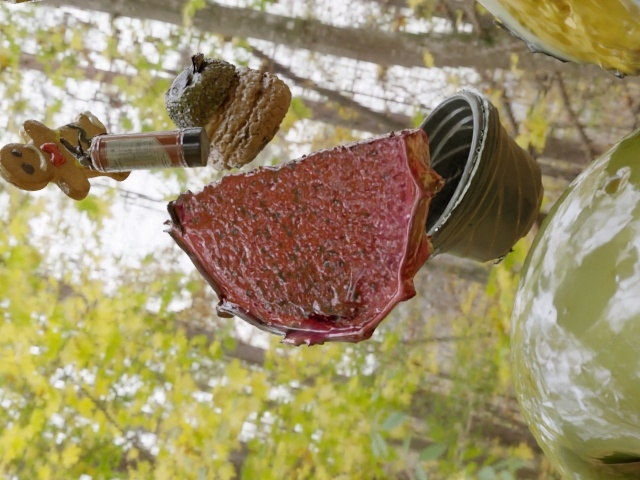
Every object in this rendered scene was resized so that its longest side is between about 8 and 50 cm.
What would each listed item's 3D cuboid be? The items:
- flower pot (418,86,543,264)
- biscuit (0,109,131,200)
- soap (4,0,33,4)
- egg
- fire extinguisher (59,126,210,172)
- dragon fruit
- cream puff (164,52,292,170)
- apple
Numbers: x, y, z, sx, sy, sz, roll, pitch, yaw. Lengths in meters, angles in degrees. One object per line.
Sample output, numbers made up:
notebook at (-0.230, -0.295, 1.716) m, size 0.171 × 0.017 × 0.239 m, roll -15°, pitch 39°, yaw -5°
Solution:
flower pot at (0.189, -0.061, 1.206) m, size 0.235 × 0.140 × 0.235 m, roll -55°, pitch 19°, yaw 29°
biscuit at (-0.403, -0.135, 1.496) m, size 0.035 × 0.158 × 0.240 m, roll -48°, pitch -10°, yaw 33°
soap at (-0.295, -0.256, 0.920) m, size 0.168 × 0.089 × 0.033 m, roll -28°, pitch -40°, yaw -48°
egg at (0.255, -0.325, 0.940) m, size 0.201 × 0.337 × 0.337 m, roll -55°, pitch -10°, yaw -4°
fire extinguisher at (-0.225, -0.111, 1.159) m, size 0.062 × 0.177 × 0.050 m, roll 77°, pitch -166°, yaw -50°
dragon fruit at (0.007, 0.003, 0.811) m, size 0.126 × 0.274 × 0.161 m, roll -17°, pitch -86°, yaw -55°
cream puff at (-0.159, -0.218, 1.488) m, size 0.183 × 0.169 × 0.183 m, roll -38°, pitch 30°, yaw 27°
apple at (0.404, 0.084, 0.850) m, size 0.473 × 0.473 × 0.474 m, roll 14°, pitch -90°, yaw -82°
